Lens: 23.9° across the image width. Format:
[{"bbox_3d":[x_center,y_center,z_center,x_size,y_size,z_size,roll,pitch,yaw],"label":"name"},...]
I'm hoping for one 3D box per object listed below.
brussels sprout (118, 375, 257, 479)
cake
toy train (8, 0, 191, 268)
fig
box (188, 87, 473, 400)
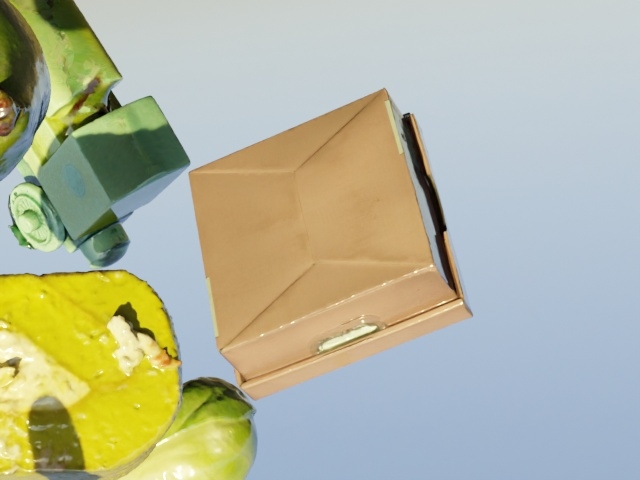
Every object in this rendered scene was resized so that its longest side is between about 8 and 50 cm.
[{"bbox_3d":[-0.145,0.224,1.631,0.145,0.131,0.183,-22,-170,45],"label":"brussels sprout"},{"bbox_3d":[-0.254,0.128,1.326,0.261,0.179,0.156,-4,161,-13],"label":"cake"},{"bbox_3d":[-0.317,-0.164,1.765,0.160,0.397,0.253,-29,176,-34],"label":"toy train"},{"bbox_3d":[-0.287,-0.104,1.147,0.195,0.195,0.245,-19,-147,-38],"label":"fig"},{"bbox_3d":[0.000,0.000,1.307,0.215,0.086,0.215,-22,-128,13],"label":"box"}]
